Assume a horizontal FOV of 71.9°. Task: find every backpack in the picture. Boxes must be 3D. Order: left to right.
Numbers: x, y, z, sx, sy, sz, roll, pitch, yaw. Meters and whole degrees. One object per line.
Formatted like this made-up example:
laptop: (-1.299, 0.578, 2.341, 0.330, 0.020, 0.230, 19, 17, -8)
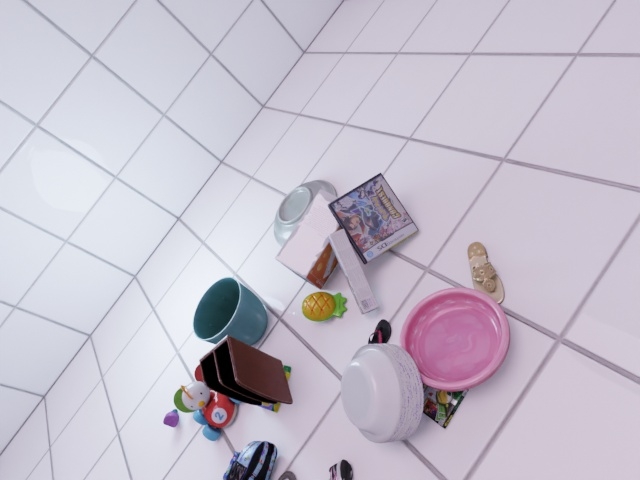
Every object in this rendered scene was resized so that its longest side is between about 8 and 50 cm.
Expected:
backpack: (-0.236, 0.782, 1.542, 0.116, 0.158, 0.174, 6, 62, 38)

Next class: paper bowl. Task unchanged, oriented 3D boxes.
paper bowl: (0.167, 0.458, 1.332, 0.284, 0.147, 0.285, -19, 68, 58)

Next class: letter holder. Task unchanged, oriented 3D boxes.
letter holder: (-0.262, 0.515, 1.595, 0.152, 0.301, 0.214, -41, 42, 11)

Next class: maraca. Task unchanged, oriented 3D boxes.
maraca: (0.015, 0.261, 1.760, 0.185, 0.099, 0.127, -6, 62, 10)

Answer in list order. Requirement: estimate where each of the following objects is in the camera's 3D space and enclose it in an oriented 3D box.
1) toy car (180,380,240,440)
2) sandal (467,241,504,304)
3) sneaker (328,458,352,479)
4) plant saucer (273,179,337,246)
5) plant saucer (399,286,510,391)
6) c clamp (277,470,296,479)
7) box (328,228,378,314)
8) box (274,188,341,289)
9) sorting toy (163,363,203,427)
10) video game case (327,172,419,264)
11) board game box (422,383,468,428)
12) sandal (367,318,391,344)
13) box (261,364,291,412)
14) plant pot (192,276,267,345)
toy car: (-0.477, 0.655, 1.803, 0.210, 0.238, 0.219, 27, 81, 50)
sandal: (0.515, 0.093, 1.424, 0.088, 0.079, 0.240, -27, 45, 26)
sneaker: (0.058, 0.776, 1.352, 0.077, 0.072, 0.178, -36, 32, 35)
plant saucer: (-0.104, -0.154, 2.185, 0.400, 0.100, 0.401, -25, 45, 28)
plant saucer: (0.407, 0.302, 1.340, 0.331, 0.084, 0.332, -23, 41, 21)
c clamp: (-0.119, 0.866, 1.472, 0.137, 0.022, 0.161, -42, 41, 11)
box: (0.121, 0.117, 1.654, 0.067, 0.063, 0.324, -23, 78, -8)
box: (0.000, 0.000, 1.841, 0.168, 0.215, 0.346, 30, 83, 24)
sorting toy: (-0.581, 0.681, 2.017, 0.366, 0.127, 0.126, -52, 10, 3)
video game case: (0.203, -0.087, 1.709, 0.248, 0.035, 0.275, -31, 82, -4)
board game box: (0.318, 0.449, 1.377, 0.259, 0.030, 0.136, 25, 77, 50)
sandal: (0.194, 0.359, 1.552, 0.067, 0.040, 0.179, 12, 70, 48)
box: (-0.185, 0.575, 1.744, 0.105, 0.043, 0.179, -2, 58, 42)
plant pot: (-0.375, 0.343, 1.951, 0.292, 0.235, 0.293, -25, 45, 28)
